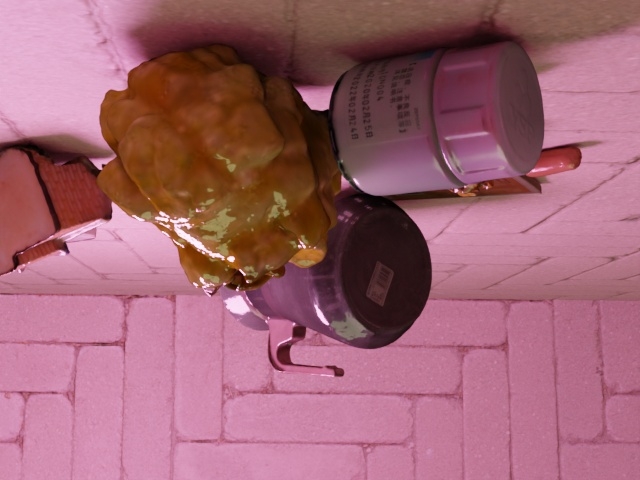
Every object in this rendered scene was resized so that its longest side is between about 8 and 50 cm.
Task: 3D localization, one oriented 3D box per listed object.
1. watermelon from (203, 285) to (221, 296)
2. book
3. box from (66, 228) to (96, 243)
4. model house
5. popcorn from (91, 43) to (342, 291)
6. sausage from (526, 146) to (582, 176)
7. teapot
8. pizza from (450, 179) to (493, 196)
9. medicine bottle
[{"bbox_3d":[-0.136,-0.030,1.489,0.136,0.202,0.207,39,170,23],"label":"watermelon"},{"bbox_3d":[0.199,-0.085,1.543,0.241,0.018,0.170,-3,172,22],"label":"book"},{"bbox_3d":[-0.568,-0.044,1.691,0.200,0.065,0.343,-8,168,41],"label":"box"},{"bbox_3d":[-0.394,-0.049,1.420,0.182,0.167,0.172,-21,178,26],"label":"model house"},{"bbox_3d":[-0.089,-0.071,1.007,0.215,0.252,0.286,-44,163,11],"label":"popcorn"},{"bbox_3d":[0.307,-0.104,1.347,0.034,0.034,0.083,8,168,-42],"label":"sausage"},{"bbox_3d":[0.001,0.080,1.742,0.253,0.300,0.344,7,172,-38],"label":"teapot"},{"bbox_3d":[0.172,-0.094,1.312,0.147,0.069,0.226,-2,171,5],"label":"pizza"},{"bbox_3d":[0.111,-0.113,0.954,0.168,0.135,0.135,-4,171,33],"label":"medicine bottle"}]
